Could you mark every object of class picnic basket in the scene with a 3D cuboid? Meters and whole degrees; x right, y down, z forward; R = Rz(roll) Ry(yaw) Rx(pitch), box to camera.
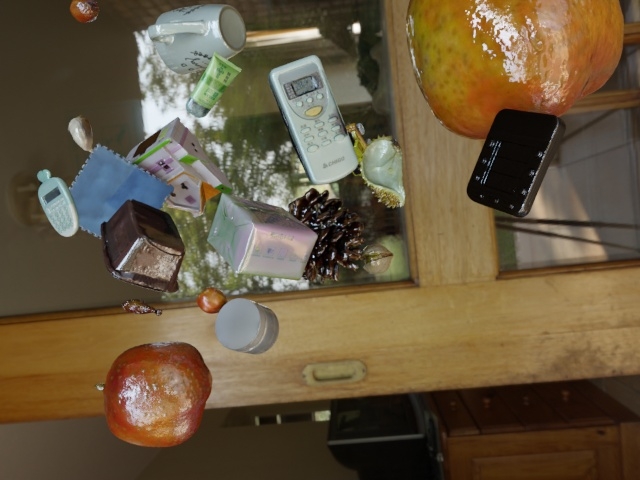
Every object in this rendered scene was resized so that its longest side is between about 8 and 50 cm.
[{"bbox_3d":[-0.480,0.005,1.425,0.222,0.129,0.297,25,-163,-38],"label":"picnic basket"}]

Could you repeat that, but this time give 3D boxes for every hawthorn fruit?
[{"bbox_3d":[-0.739,-0.732,1.613,0.081,0.093,0.081,-4,-84,-44],"label":"hawthorn fruit"},{"bbox_3d":[-0.433,0.390,1.325,0.275,0.299,0.276,-173,90,-83],"label":"hawthorn fruit"},{"bbox_3d":[0.416,-0.469,1.136,0.472,0.471,0.472,-6,-90,-86],"label":"hawthorn fruit"}]

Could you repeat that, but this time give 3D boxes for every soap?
[{"bbox_3d":[-0.142,-0.006,1.236,0.182,0.199,0.139,37,109,46],"label":"soap"}]

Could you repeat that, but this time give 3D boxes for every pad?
[{"bbox_3d":[-0.638,-0.124,1.595,0.270,0.269,0.012,-55,25,4],"label":"pad"}]

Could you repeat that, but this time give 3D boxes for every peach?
[{"bbox_3d":[-0.373,0.211,1.778,0.101,0.100,0.101,-6,-90,-86],"label":"peach"}]

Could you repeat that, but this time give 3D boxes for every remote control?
[{"bbox_3d":[-0.016,-0.283,1.233,0.297,0.140,0.056,68,167,-9],"label":"remote control"}]

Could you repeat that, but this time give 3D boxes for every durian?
[{"bbox_3d":[0.207,-0.208,1.606,0.144,0.139,0.252,34,-125,-47],"label":"durian"}]

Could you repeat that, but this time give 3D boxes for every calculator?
[{"bbox_3d":[-0.567,-0.081,1.104,0.021,0.095,0.153,-23,-90,-59],"label":"calculator"}]

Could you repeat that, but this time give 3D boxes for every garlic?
[{"bbox_3d":[-0.884,-0.397,1.904,0.084,0.066,0.152,-8,-102,-50],"label":"garlic"}]

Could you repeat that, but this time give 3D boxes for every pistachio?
[{"bbox_3d":[0.190,0.061,1.729,0.149,0.113,0.113,5,-101,-77],"label":"pistachio"}]

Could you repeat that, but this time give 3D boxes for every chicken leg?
[{"bbox_3d":[-0.618,0.228,1.751,0.089,0.219,0.048,17,-104,-38],"label":"chicken leg"}]

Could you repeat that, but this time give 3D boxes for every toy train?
[{"bbox_3d":[0.119,-0.316,1.763,0.219,0.089,0.127,49,-143,-44],"label":"toy train"}]

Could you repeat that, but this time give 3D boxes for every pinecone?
[{"bbox_3d":[0.002,0.004,1.646,0.298,0.295,0.242,-61,1,27],"label":"pinecone"}]

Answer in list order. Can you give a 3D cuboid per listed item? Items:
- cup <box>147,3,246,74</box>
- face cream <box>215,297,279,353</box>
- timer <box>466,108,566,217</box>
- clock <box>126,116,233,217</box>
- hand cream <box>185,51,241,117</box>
[{"bbox_3d":[-0.373,-0.608,1.516,0.258,0.234,0.187,-22,-71,-56],"label":"cup"},{"bbox_3d":[-0.248,0.298,1.756,0.153,0.177,0.177,41,-139,-62],"label":"face cream"},{"bbox_3d":[0.362,-0.146,0.957,0.144,0.055,0.188,34,107,54],"label":"timer"},{"bbox_3d":[-0.469,-0.223,1.737,0.309,0.235,0.166,48,-152,-33],"label":"clock"},{"bbox_3d":[-0.295,-0.410,1.377,0.095,0.175,0.046,21,-154,-48],"label":"hand cream"}]
